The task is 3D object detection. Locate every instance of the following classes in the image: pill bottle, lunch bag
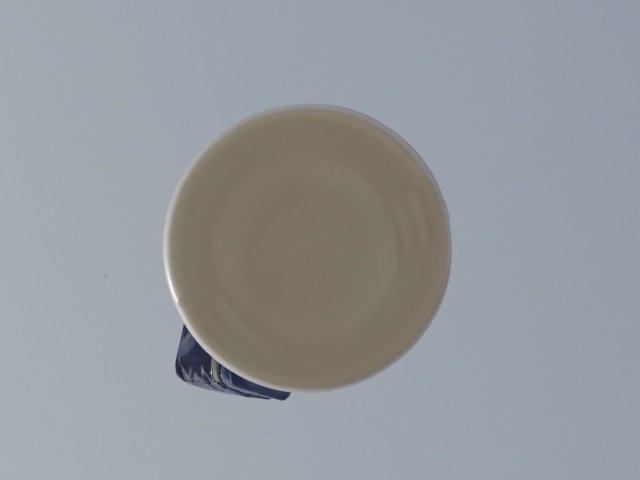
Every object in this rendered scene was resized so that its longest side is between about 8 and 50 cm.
[{"bbox_3d":[0.000,0.000,0.825,0.124,0.221,0.124,0,-89,3],"label":"pill bottle"},{"bbox_3d":[-0.056,0.088,1.349,0.065,0.098,0.067,6,-98,37],"label":"lunch bag"}]
